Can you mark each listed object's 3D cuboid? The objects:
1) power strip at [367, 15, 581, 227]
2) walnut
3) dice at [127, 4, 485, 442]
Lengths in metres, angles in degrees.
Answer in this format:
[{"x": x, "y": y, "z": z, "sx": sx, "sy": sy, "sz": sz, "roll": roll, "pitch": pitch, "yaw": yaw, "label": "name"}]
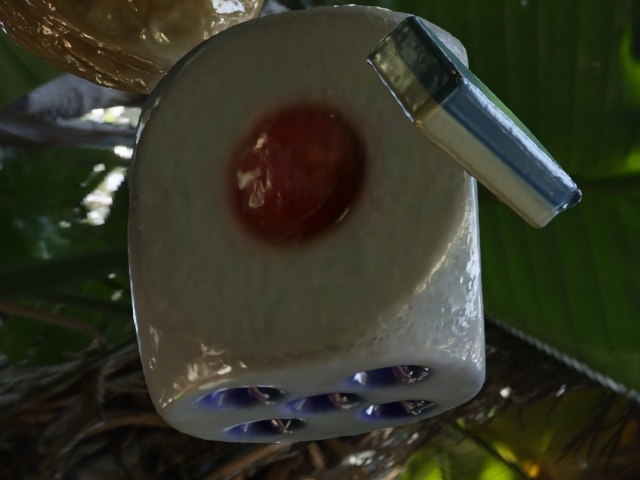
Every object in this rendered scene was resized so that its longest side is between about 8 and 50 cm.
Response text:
[{"x": 0.074, "y": -0.051, "z": 0.605, "sx": 0.032, "sy": 0.123, "sz": 0.056, "roll": -42, "pitch": -133, "yaw": 13, "label": "power strip"}, {"x": -0.178, "y": -0.243, "z": 1.162, "sx": 0.261, "sy": 0.225, "sz": 0.225, "roll": 21, "pitch": -67, "yaw": -17, "label": "walnut"}, {"x": 0.000, "y": 0.000, "z": 0.960, "sx": 0.243, "sy": 0.251, "sz": 0.259, "roll": -6, "pitch": -111, "yaw": 5, "label": "dice"}]
